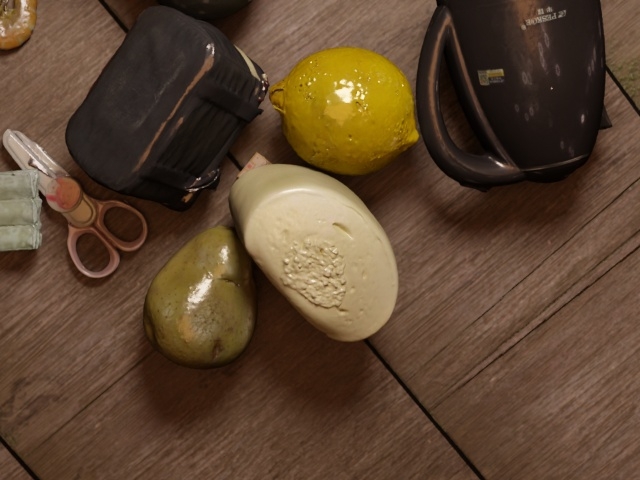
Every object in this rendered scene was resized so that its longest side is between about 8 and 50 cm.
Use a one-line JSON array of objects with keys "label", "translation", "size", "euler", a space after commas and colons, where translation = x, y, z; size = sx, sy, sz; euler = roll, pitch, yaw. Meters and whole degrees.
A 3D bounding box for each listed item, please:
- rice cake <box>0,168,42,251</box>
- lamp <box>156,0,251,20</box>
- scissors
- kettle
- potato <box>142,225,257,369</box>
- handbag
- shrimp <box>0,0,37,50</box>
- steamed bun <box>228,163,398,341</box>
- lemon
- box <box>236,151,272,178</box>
[{"label": "rice cake", "translation": [-0.488, -0.037, 1.500], "size": [0.211, 0.038, 0.124], "euler": [1, 101, 5]}, {"label": "lamp", "translation": [-0.194, -0.424, 1.399], "size": [0.182, 0.182, 0.314], "euler": [-41, 114, 1]}, {"label": "scissors", "translation": [-0.354, -0.061, 1.521], "size": [0.118, 0.030, 0.242], "euler": [-44, 96, 2]}, {"label": "kettle", "translation": [0.252, -0.210, 1.456], "size": [0.268, 0.207, 0.290], "euler": [-15, 105, -9]}, {"label": "potato", "translation": [-0.155, 0.073, 1.485], "size": [0.157, 0.157, 0.194], "euler": [20, 92, -4]}, {"label": "handbag", "translation": [-0.202, -0.171, 1.446], "size": [0.181, 0.181, 0.254], "euler": [36, 96, 24]}, {"label": "shrimp", "translation": [-0.474, -0.333, 1.491], "size": [0.178, 0.034, 0.124], "euler": [17, 91, -6]}, {"label": "steamed bun", "translation": [0.000, 0.000, 1.457], "size": [0.155, 0.200, 0.250], "euler": [-39, 109, 5]}, {"label": "lemon", "translation": [0.032, -0.173, 1.459], "size": [0.206, 0.173, 0.173], "euler": [7, 95, -10]}, {"label": "box", "translation": [-0.072, -0.081, 1.542], "size": [0.083, 0.012, 0.046], "euler": [39, 93, -7]}]
